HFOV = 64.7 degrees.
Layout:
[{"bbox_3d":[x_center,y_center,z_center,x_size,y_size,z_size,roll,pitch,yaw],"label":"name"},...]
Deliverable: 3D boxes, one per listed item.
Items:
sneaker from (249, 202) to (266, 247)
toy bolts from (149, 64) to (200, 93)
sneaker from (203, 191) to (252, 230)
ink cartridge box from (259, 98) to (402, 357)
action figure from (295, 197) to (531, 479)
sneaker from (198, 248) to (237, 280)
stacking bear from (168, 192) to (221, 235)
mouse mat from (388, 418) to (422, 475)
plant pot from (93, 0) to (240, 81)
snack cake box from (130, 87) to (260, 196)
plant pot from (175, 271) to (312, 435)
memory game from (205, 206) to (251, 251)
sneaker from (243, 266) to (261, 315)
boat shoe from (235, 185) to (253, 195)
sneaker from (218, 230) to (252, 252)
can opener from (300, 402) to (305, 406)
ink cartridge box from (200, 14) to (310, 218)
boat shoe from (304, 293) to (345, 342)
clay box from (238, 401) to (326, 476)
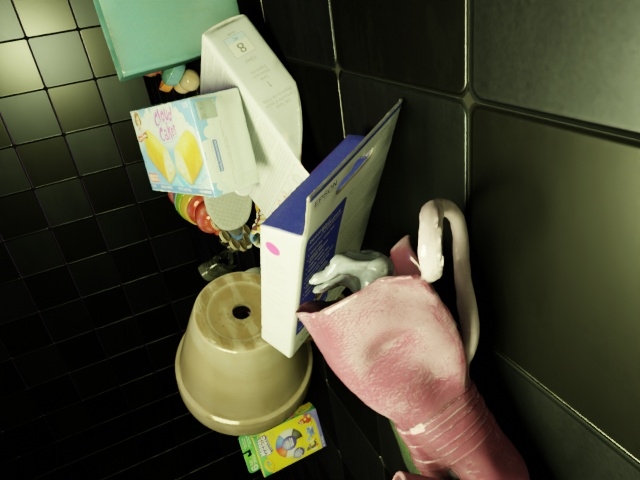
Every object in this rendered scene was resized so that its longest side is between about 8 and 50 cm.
[{"bbox_3d":[-0.122,-0.035,1.093,0.185,0.084,0.069,52,154,44],"label":"sneaker"},{"bbox_3d":[-0.415,-0.520,1.459,0.218,0.159,0.228,-57,28,15],"label":"toy bolts"},{"bbox_3d":[-0.251,-0.182,1.259,0.127,0.126,0.321,-122,20,-50],"label":"sneaker"},{"bbox_3d":[0.000,0.000,0.636,0.069,0.175,0.371,33,148,13],"label":"ink cartridge box"},{"bbox_3d":[0.132,0.171,0.523,0.276,0.248,0.370,-37,81,29],"label":"action figure"},{"bbox_3d":[-0.361,0.103,1.937,0.087,0.130,0.227,60,-173,17],"label":"sneaker"},{"bbox_3d":[-0.389,-0.121,1.677,0.289,0.164,0.175,42,146,48],"label":"stacking bear"},{"bbox_3d":[0.140,0.300,0.803,0.152,0.007,0.189,139,111,-71],"label":"mouse mat"},{"bbox_3d":[-0.273,-0.404,0.923,0.165,0.234,0.165,29,136,63],"label":"plant pot"},{"bbox_3d":[-0.221,-0.164,0.862,0.264,0.089,0.152,11,119,51],"label":"snack cake box"},{"bbox_3d":[-0.167,0.220,1.108,0.323,0.323,0.280,59,157,32],"label":"plant pot"},{"bbox_3d":[-0.250,-0.052,1.387,0.186,0.012,0.186,51,-158,-30],"label":"memory game"},{"bbox_3d":[-0.142,0.190,1.372,0.123,0.106,0.290,46,159,37],"label":"sneaker"},{"bbox_3d":[-0.167,-0.142,0.932,0.142,0.049,0.040,60,166,6],"label":"boat shoe"},{"bbox_3d":[-0.272,-0.031,1.523,0.152,0.085,0.058,64,161,21],"label":"sneaker"},{"bbox_3d":[-0.066,0.434,1.456,0.095,0.076,0.283,33,151,9],"label":"can opener"},{"bbox_3d":[-0.073,-0.148,0.906,0.385,0.091,0.308,52,159,3],"label":"ink cartridge box"},{"bbox_3d":[-0.019,0.118,0.942,0.257,0.095,0.095,113,141,-64],"label":"boat shoe"},{"bbox_3d":[-0.105,0.559,1.408,0.053,0.222,0.127,14,121,65],"label":"clay box"}]
